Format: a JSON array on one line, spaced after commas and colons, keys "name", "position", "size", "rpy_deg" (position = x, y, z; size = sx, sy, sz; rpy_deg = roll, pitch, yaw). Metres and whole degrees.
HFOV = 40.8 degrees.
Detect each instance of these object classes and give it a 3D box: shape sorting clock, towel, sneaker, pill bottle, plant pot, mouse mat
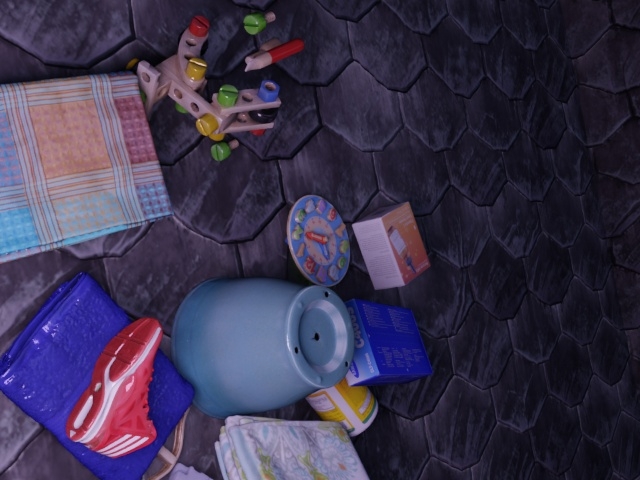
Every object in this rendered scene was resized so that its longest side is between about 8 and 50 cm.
[{"name": "shape sorting clock", "position": [0.000, 0.000, 1.877], "size": [0.206, 0.040, 0.206], "rpy_deg": [15, 70, -46]}, {"name": "towel", "position": [-0.427, -0.124, 1.368], "size": [0.370, 0.040, 0.271], "rpy_deg": [-17, 94, -37]}, {"name": "sneaker", "position": [-0.296, 0.238, 1.362], "size": [0.221, 0.087, 0.128], "rpy_deg": [-57, 132, -18]}, {"name": "towel", "position": [-0.008, 0.489, 1.556], "size": [0.321, 0.090, 0.374], "rpy_deg": [14, 39, -43]}, {"name": "pill bottle", "position": [0.021, 0.299, 1.779], "size": [0.208, 0.118, 0.117], "rpy_deg": [54, 46, -25]}, {"name": "plant pot", "position": [-0.088, 0.187, 1.574], "size": [0.272, 0.255, 0.271], "rpy_deg": [14, 71, -47]}, {"name": "mouse mat", "position": [-0.020, 0.036, 1.882], "size": [0.153, 0.007, 0.189], "rpy_deg": [19, 66, -45]}, {"name": "towel", "position": [-0.361, 0.232, 1.395], "size": [0.308, 0.076, 0.227], "rpy_deg": [53, 53, -27]}]

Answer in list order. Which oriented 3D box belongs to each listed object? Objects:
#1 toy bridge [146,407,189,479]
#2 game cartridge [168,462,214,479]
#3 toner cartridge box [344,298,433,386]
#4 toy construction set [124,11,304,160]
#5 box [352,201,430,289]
[{"name": "toy bridge", "position": [-0.276, 0.367, 1.488], "size": [0.063, 0.026, 0.188], "rpy_deg": [51, 47, -30]}, {"name": "game cartridge", "position": [-0.156, 0.529, 1.461], "size": [0.294, 0.060, 0.196], "rpy_deg": [37, 27, -13]}, {"name": "toner cartridge box", "position": [0.134, 0.225, 1.862], "size": [0.348, 0.075, 0.165], "rpy_deg": [18, 50, -63]}, {"name": "toy construction set", "position": [-0.205, -0.277, 1.540], "size": [0.237, 0.309, 0.257], "rpy_deg": [-35, 100, -42]}, {"name": "box", "position": [0.169, 0.012, 2.041], "size": [0.130, 0.091, 0.170], "rpy_deg": [-32, 104, -48]}]
